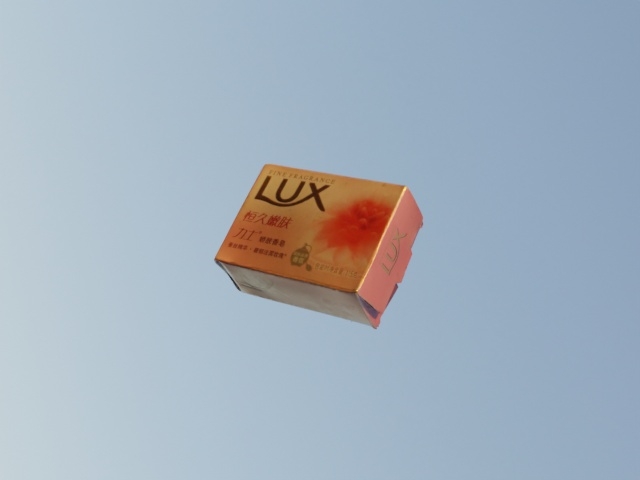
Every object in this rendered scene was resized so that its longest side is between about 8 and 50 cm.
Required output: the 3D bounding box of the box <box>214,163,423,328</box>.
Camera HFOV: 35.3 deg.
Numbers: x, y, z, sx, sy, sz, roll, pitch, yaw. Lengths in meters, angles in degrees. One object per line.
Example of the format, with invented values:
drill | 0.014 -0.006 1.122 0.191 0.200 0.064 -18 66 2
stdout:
box | 0.000 0.000 0.844 0.156 0.111 0.060 11 -29 29
